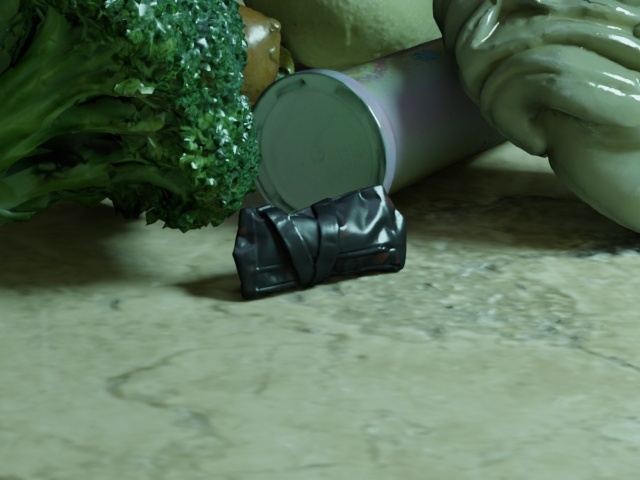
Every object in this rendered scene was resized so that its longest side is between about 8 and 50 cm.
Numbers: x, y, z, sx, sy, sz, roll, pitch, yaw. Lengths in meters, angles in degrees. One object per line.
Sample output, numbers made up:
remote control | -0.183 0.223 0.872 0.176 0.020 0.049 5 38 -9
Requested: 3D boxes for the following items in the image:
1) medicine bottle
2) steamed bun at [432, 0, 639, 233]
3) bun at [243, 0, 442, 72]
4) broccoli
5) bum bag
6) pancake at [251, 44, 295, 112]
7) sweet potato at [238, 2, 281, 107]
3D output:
medicine bottle | 0.102 -0.106 1.330 0.108 0.108 0.426 12 20 28
steamed bun | 0.192 -0.125 1.198 0.211 0.144 0.218 35 23 -14
bun | 0.015 -0.201 1.574 0.222 0.127 0.222 25 -1 0
broccoli | -0.177 -0.097 1.077 0.308 0.275 0.308 28 -11 6
bum bag | 0.001 0.000 1.080 0.124 0.057 0.034 -12 -1 -35
pancake | -0.153 -0.159 1.532 0.197 0.054 0.376 -7 19 -39
sweet potato | -0.148 -0.105 1.277 0.292 0.097 0.097 -10 9 36
